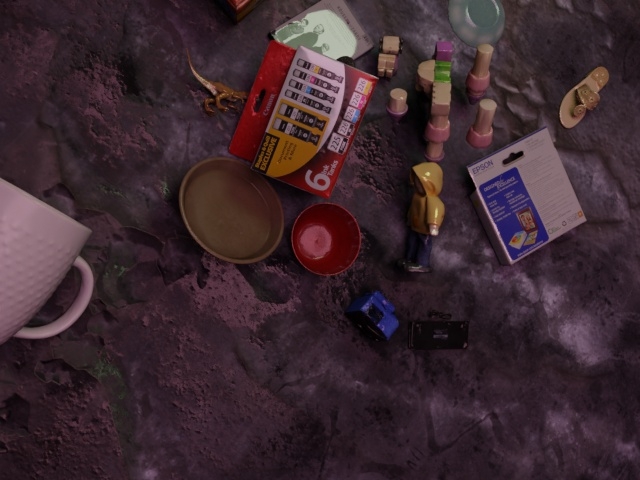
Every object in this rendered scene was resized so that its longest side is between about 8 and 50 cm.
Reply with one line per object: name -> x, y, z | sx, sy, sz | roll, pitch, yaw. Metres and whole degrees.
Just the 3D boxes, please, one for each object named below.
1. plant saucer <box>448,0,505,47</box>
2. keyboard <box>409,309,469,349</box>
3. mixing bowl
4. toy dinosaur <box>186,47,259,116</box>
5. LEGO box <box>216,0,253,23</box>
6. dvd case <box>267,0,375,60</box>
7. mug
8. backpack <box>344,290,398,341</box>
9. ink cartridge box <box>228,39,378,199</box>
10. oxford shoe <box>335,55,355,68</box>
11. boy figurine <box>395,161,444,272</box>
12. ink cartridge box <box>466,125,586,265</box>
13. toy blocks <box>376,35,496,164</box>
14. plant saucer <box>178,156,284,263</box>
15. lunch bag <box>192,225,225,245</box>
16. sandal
plant saucer -> 0.461, -0.655, 1.926 | 0.195, 0.037, 0.195 | 2, 85, -19
keyboard -> 0.325, 0.243, 1.826 | 0.180, 0.023, 0.108 | 2, 92, -20
mixing bowl -> 0.000, 0.000, 1.686 | 0.181, 0.098, 0.181 | 2, 85, -19
toy dinosaur -> -0.257, -0.369, 1.650 | 0.211, 0.064, 0.112 | 21, 65, -27
LEGO box -> -0.133, -0.834, 1.578 | 0.500, 0.193, 0.372 | -41, 100, 0
dvd case -> 0.006, -0.526, 1.760 | 0.238, 0.029, 0.179 | -37, 98, -18
mug -> -0.645, 0.072, 1.387 | 0.374, 0.276, 0.328 | 38, 79, -45
backpack -> 0.145, 0.197, 1.725 | 0.101, 0.098, 0.120 | -45, 100, -20
ink cartridge box -> -0.050, -0.294, 1.604 | 0.272, 0.130, 0.309 | 21, 99, -7
oxford shoe -> 0.035, -0.364, 1.729 | 0.082, 0.096, 0.227 | 21, 93, 13
boy figurine -> 0.266, -0.059, 1.732 | 0.092, 0.177, 0.285 | 2, 105, -13
ink cartridge box -> 0.583, -0.129, 1.920 | 0.303, 0.072, 0.307 | -27, 93, -18
toy blocks -> 0.293, -0.348, 1.773 | 0.309, 0.260, 0.289 | 6, 53, 4
plant saucer -> -0.214, -0.069, 1.598 | 0.278, 0.041, 0.278 | 17, 59, -30
lunch bag -> -0.278, -0.006, 1.603 | 0.083, 0.071, 0.053 | 40, 78, -16
sandal -> 0.809, -0.443, 2.011 | 0.088, 0.079, 0.240 | 44, 74, -12
